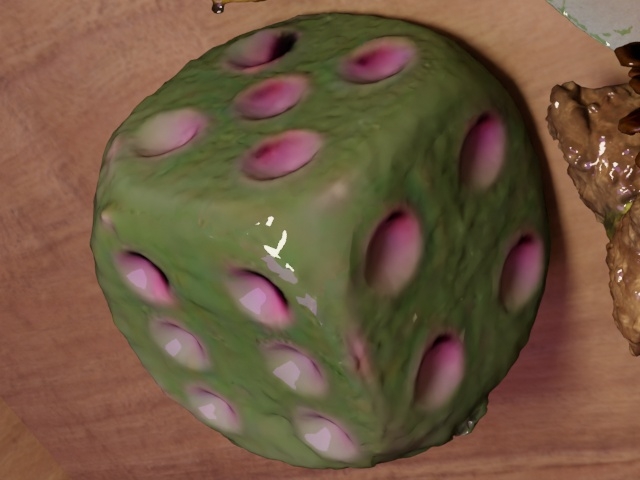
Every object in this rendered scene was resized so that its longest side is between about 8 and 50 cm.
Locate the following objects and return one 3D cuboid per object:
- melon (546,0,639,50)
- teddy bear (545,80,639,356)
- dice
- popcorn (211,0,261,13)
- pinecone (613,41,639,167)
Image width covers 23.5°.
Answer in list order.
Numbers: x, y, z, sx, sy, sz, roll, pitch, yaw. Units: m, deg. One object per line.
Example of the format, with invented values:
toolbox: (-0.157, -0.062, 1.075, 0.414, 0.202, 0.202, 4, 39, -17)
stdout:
melon: (0.304, -0.172, 1.192, 0.262, 0.053, 0.114, 29, 127, 13)
teddy bear: (0.330, -0.014, 1.197, 0.296, 0.246, 0.222, 2, 87, 41)
dice: (0.000, 0.000, 1.425, 0.318, 0.330, 0.322, 12, 138, 40)
popcorn: (-0.070, -0.277, 1.362, 0.167, 0.148, 0.152, 12, 104, 15)
pinecone: (0.322, -0.147, 1.017, 0.246, 0.246, 0.292, 21, 120, 29)
